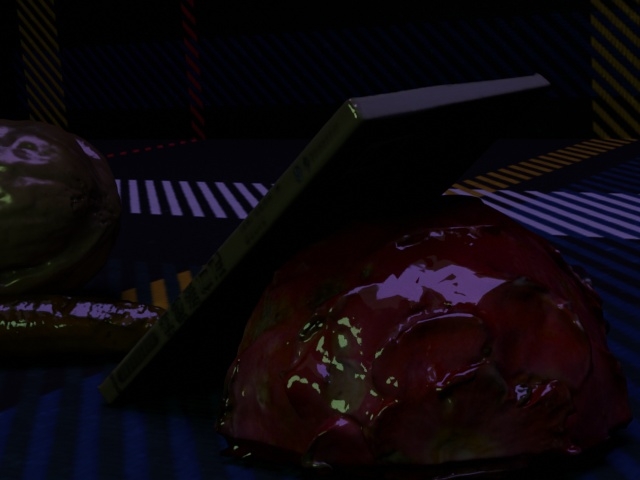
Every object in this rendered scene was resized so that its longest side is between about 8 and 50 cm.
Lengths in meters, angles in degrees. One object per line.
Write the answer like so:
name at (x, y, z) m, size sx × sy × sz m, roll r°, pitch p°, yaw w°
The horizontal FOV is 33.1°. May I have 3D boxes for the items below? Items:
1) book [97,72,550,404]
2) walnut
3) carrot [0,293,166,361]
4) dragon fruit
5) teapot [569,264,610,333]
book at (0.000, 0.000, 0.736) m, size 0.217 × 0.021 × 0.310 m, roll -17°, pitch -23°, yaw -50°
walnut at (-0.307, -0.025, 1.038) m, size 0.245 × 0.198 × 0.198 m, roll -2°, pitch 11°, yaw 12°
carrot at (-0.263, 0.072, 0.875) m, size 0.314 × 0.066 × 0.066 m, roll 1°, pitch 12°, yaw 8°
dragon fruit at (0.064, 0.057, 0.642) m, size 0.262 × 0.189 × 0.163 m, roll -11°, pitch -18°, yaw -17°
teapot at (0.182, 0.051, 0.781) m, size 0.045 × 0.067 × 0.100 m, roll -4°, pitch 14°, yaw -12°
